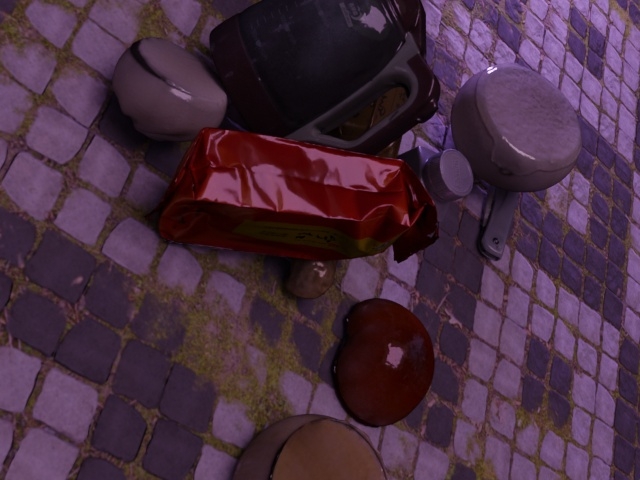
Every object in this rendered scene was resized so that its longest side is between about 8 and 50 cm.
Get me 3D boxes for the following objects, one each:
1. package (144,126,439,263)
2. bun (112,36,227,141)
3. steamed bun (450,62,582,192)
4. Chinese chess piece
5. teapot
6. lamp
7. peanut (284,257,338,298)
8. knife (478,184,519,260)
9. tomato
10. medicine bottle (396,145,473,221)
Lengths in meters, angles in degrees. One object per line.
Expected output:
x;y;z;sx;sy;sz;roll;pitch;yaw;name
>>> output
-0.033;-0.053;1.262;0.423;0.196;0.123;8;70;-19;package
-0.229;-0.208;1.260;0.173;0.120;0.173;30;24;-15;bun
0.391;-0.219;1.767;0.283;0.177;0.283;12;60;-22;steamed bun
-0.012;0.387;1.260;0.257;0.104;0.257;15;67;-37;Chinese chess piece
0.028;-0.265;1.316;0.233;0.312;0.315;29;38;-64;teapot
0.075;-0.217;1.514;0.161;0.161;0.185;31;59;-30;lamp
0.000;0.000;1.413;0.099;0.099;0.214;38;58;-26;peanut
0.381;-0.076;1.815;0.073;0.040;0.266;30;57;-18;knife
0.132;0.205;1.450;0.199;0.112;0.228;33;59;-31;tomato
0.175;-0.094;1.533;0.088;0.188;0.132;27;59;-32;medicine bottle
